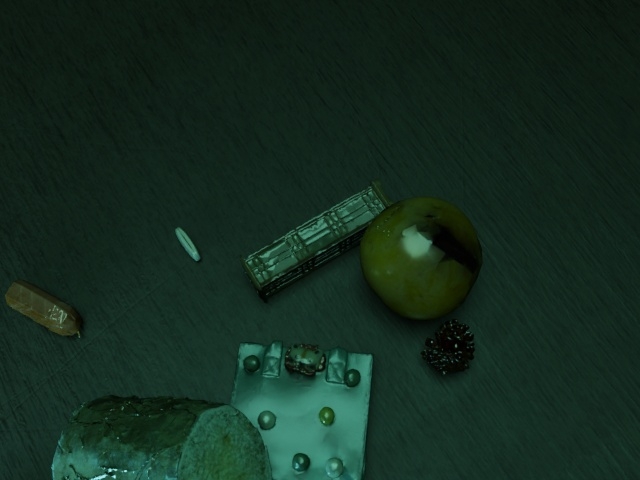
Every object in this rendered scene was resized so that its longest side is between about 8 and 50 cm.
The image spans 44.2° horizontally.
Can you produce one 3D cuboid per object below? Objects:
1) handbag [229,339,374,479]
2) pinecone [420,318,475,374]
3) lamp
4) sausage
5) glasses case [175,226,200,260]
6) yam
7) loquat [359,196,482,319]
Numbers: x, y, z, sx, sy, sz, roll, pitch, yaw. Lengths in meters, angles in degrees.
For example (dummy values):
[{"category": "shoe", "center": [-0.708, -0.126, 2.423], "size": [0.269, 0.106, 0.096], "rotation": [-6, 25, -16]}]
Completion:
[{"category": "handbag", "center": [-0.043, 0.325, 1.461], "size": [0.269, 0.100, 0.274], "rotation": [5, 70, 7]}, {"category": "pinecone", "center": [0.246, 0.204, 1.498], "size": [0.102, 0.102, 0.109], "rotation": [29, 40, 13]}, {"category": "lamp", "center": [0.000, 0.000, 1.589], "size": [0.326, 0.089, 0.090], "rotation": [-29, 69, -8]}, {"category": "sausage", "center": [-0.550, 0.140, 1.585], "size": [0.169, 0.065, 0.065], "rotation": [26, 73, 14]}, {"category": "glasses case", "center": [-0.274, 0.007, 1.632], "size": [0.021, 0.032, 0.083], "rotation": [-34, 71, -12]}, {"category": "yam", "center": [-0.273, 0.388, 1.343], "size": [0.348, 0.241, 0.240], "rotation": [0, 67, 33]}, {"category": "loquat", "center": [0.188, 0.031, 1.491], "size": [0.235, 0.235, 0.234], "rotation": [-1, 69, 3]}]
